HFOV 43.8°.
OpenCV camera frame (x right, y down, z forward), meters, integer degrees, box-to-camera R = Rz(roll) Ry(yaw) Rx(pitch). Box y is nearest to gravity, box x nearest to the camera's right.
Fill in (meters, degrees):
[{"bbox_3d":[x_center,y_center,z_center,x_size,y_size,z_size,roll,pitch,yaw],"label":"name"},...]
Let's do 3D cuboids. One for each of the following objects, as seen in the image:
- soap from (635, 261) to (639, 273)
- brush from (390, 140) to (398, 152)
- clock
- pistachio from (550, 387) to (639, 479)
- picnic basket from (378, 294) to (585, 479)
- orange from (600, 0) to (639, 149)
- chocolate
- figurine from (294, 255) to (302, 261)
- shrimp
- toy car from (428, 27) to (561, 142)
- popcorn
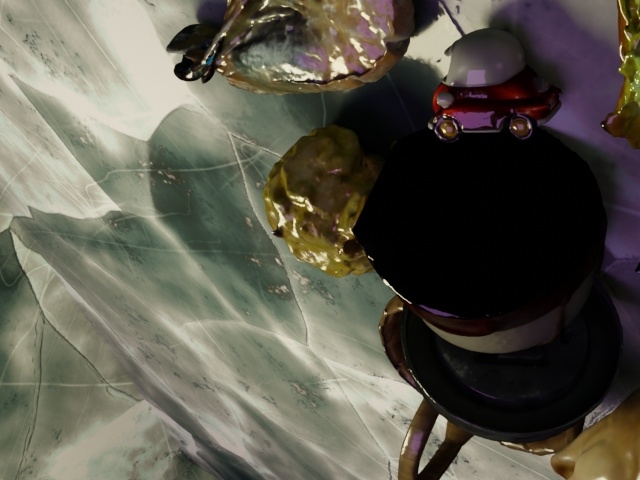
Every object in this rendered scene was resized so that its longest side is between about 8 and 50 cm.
[{"bbox_3d":[0.467,0.000,0.788,0.156,0.077,0.293,41,150,2],"label":"soap"},{"bbox_3d":[0.130,-0.046,1.198,0.103,0.013,0.272,24,146,28],"label":"brush"},{"bbox_3d":[0.243,0.124,1.029,0.281,0.280,0.055,28,155,22],"label":"clock"},{"bbox_3d":[0.477,0.341,1.022,0.365,0.281,0.445,-1,140,25],"label":"pistachio"},{"bbox_3d":[0.209,0.229,1.171,0.337,0.337,0.293,27,148,25],"label":"picnic basket"},{"bbox_3d":[0.364,-0.157,0.579,0.262,0.196,0.334,27,147,52],"label":"orange"},{"bbox_3d":[0.195,0.014,0.958,0.284,0.283,0.186,25,156,27],"label":"chocolate"},{"bbox_3d":[0.001,0.001,1.333,0.154,0.098,0.082,32,146,22],"label":"figurine"},{"bbox_3d":[-0.065,-0.281,1.025,0.446,0.110,0.221,-3,123,47],"label":"shrimp"},{"bbox_3d":[0.188,-0.176,0.872,0.139,0.112,0.112,7,122,32],"label":"toy car"},{"bbox_3d":[0.022,-0.041,1.132,0.266,0.192,0.233,24,147,60],"label":"popcorn"}]
